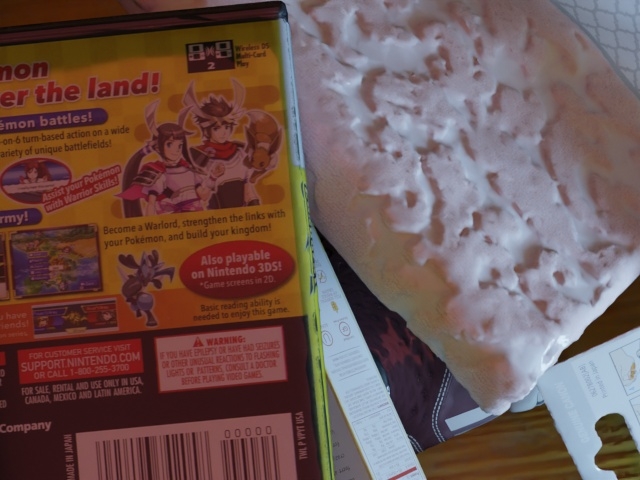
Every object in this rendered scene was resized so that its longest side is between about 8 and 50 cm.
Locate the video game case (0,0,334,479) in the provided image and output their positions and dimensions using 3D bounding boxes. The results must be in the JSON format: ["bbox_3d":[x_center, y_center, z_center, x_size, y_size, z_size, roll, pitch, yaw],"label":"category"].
[{"bbox_3d":[-0.139,0.027,0.759,0.275,0.035,0.248,-6,85,0],"label":"video game case"}]

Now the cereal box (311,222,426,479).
[{"bbox_3d":[-0.034,0.112,0.884,0.047,0.173,0.240,-16,80,-50],"label":"cereal box"}]

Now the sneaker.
[{"bbox_3d":[0.000,0.000,0.932,0.162,0.106,0.281,-32,76,4],"label":"sneaker"}]

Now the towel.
[{"bbox_3d":[0.072,-0.112,0.892,0.332,0.053,0.317,48,49,6],"label":"towel"}]

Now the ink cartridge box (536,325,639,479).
[{"bbox_3d":[0.236,0.065,0.910,0.225,0.181,0.056,-24,41,7],"label":"ink cartridge box"}]
